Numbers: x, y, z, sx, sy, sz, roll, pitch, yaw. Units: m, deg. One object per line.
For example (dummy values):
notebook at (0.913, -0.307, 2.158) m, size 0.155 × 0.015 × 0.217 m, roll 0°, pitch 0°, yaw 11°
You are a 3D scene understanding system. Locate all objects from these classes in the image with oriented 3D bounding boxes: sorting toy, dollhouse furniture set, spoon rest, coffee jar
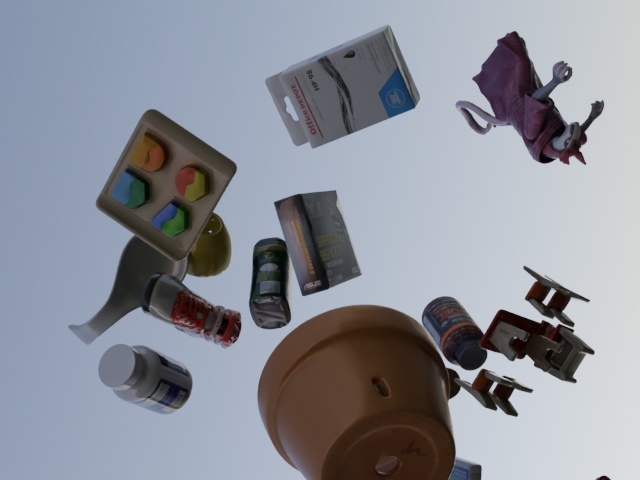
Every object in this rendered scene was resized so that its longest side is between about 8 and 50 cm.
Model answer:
sorting toy at (-0.273, -0.094, 1.780) m, size 0.208 × 0.193 × 0.038 m, roll -57°, pitch -5°, yaw 15°
dollhouse furniture set at (0.395, 0.191, 1.955) m, size 0.259 × 0.135 × 0.262 m, roll 21°, pitch -79°, yaw -44°
spoon rest at (-0.372, 0.094, 2.009) m, size 0.276 × 0.084 × 0.137 m, roll -48°, pitch -71°, yaw -12°
coffee jar at (-0.096, 0.081, 2.013) m, size 0.184 × 0.079 × 0.096 m, roll -89°, pitch -10°, yaw -50°

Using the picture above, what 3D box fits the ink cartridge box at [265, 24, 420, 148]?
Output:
ink cartridge box at (0.021, -0.184, 1.280) m, size 0.104 × 0.180 × 0.060 m, roll 64°, pitch -161°, yaw -15°

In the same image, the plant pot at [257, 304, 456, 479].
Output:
plant pot at (0.068, 0.266, 1.483) m, size 0.203 × 0.291 × 0.291 m, roll -116°, pitch 4°, yaw -60°

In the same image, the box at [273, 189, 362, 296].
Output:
box at (0.000, 0.000, 1.946) m, size 0.231 × 0.056 × 0.183 m, roll -12°, pitch -95°, yaw -72°

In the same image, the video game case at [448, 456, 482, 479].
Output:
video game case at (0.220, 0.582, 2.119) m, size 0.036 × 0.329 × 0.300 m, roll 4°, pitch -92°, yaw -27°

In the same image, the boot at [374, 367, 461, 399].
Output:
boot at (0.170, 0.335, 2.289) m, size 0.203 × 0.262 × 0.095 m, roll 179°, pitch 73°, yaw -86°

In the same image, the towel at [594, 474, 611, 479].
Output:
towel at (0.337, 0.480, 1.466) m, size 0.275 × 0.031 × 0.199 m, roll -64°, pitch -8°, yaw 25°

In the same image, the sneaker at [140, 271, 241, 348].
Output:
sneaker at (-0.236, 0.137, 1.968) m, size 0.270 × 0.145 × 0.090 m, roll 57°, pitch -129°, yaw -68°

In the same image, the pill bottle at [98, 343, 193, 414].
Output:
pill bottle at (-0.338, 0.262, 1.965) m, size 0.187 × 0.112 × 0.112 m, roll 41°, pitch -130°, yaw -57°

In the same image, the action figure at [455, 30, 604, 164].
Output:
action figure at (0.434, -0.268, 2.151) m, size 0.248 × 0.276 × 0.370 m, roll 37°, pitch -155°, yaw -41°

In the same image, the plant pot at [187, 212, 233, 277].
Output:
plant pot at (-0.238, -0.006, 2.096) m, size 0.095 × 0.134 × 0.134 m, roll 109°, pitch -178°, yaw -48°

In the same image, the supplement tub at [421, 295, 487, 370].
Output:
supplement tub at (0.309, 0.214, 2.317) m, size 0.198 × 0.106 × 0.106 m, roll -122°, pitch 9°, yaw -59°
